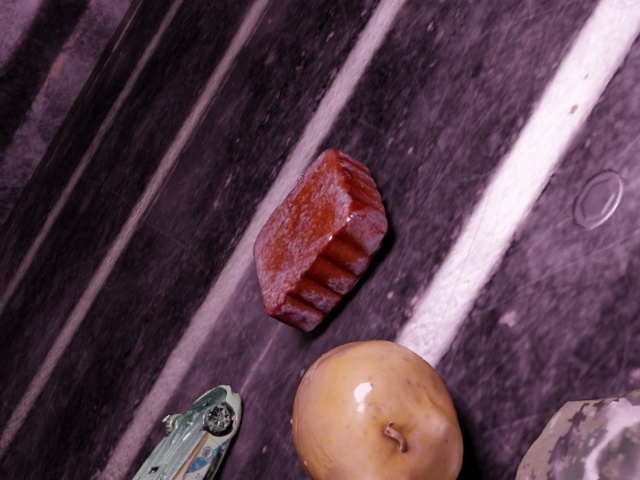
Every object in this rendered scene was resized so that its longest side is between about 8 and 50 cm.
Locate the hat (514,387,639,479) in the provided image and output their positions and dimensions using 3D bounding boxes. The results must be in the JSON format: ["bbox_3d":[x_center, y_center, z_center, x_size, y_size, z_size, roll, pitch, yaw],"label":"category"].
[{"bbox_3d":[0.163,0.135,0.575,0.265,0.128,0.265,-40,36,36],"label":"hat"}]

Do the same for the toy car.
[{"bbox_3d":[-0.125,0.208,1.121,0.093,0.058,0.186,-24,25,52],"label":"toy car"}]

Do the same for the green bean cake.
[{"bbox_3d":[0.000,0.000,1.106,0.135,0.056,0.135,-51,28,20],"label":"green bean cake"}]

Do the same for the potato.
[{"bbox_3d":[0.036,0.126,0.846,0.109,0.118,0.178,-29,6,-13],"label":"potato"}]
